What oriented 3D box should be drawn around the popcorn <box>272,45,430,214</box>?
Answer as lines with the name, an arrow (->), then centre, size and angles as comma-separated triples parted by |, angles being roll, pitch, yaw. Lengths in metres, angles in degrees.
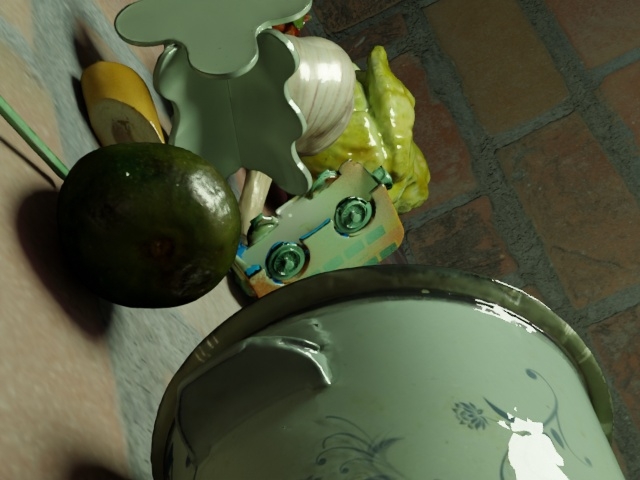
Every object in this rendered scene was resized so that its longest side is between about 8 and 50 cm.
popcorn -> 0.020, -0.123, 1.416 | 0.276, 0.225, 0.276 | 158, -90, -87

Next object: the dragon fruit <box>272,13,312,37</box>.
dragon fruit -> -0.105, -0.346, 1.379 | 0.200, 0.198, 0.269 | 44, -13, 6

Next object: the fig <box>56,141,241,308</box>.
fig -> -0.119, -0.016, 0.687 | 0.117, 0.117, 0.177 | 62, -13, -18

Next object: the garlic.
garlic -> -0.060, -0.106, 1.118 | 0.199, 0.199, 0.226 | 43, 49, -69

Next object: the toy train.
toy train -> 0.000, 0.000, 1.044 | 0.072, 0.188, 0.099 | 46, -13, 51

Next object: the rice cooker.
rice cooker -> 0.040, 0.164, 0.537 | 0.316, 0.264, 0.316 | 44, 20, -21

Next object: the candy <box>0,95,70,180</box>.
candy -> -0.190, -0.087, 0.605 | 0.201, 0.060, 0.060 | 64, 4, -59

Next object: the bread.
bread -> -0.154, -0.095, 0.827 | 0.062, 0.049, 0.103 | 52, 13, -56

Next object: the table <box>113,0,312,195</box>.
table -> -0.082, -0.130, 0.943 | 0.198, 0.166, 0.166 | 84, -10, -50
